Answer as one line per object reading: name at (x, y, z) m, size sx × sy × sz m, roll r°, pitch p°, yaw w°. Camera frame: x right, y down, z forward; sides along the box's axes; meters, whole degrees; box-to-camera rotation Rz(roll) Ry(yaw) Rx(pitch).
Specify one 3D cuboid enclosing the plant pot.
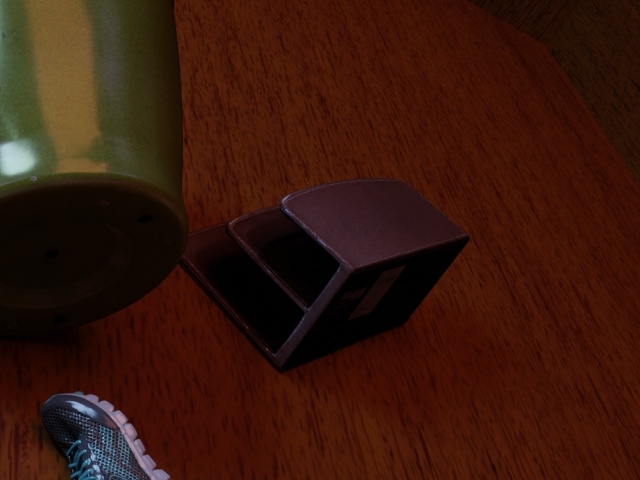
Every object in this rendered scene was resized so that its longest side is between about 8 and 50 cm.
plant pot at (-0.274, -0.117, 1.132) m, size 0.366 × 0.366 × 0.353 m, roll 11°, pitch 47°, yaw -43°

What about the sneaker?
sneaker at (-0.178, 0.193, 1.014) m, size 0.166 × 0.065 × 0.076 m, roll 42°, pitch 30°, yaw 14°

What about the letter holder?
letter holder at (0.000, 0.000, 1.464) m, size 0.214 × 0.152 × 0.302 m, roll 44°, pitch 26°, yaw 18°
